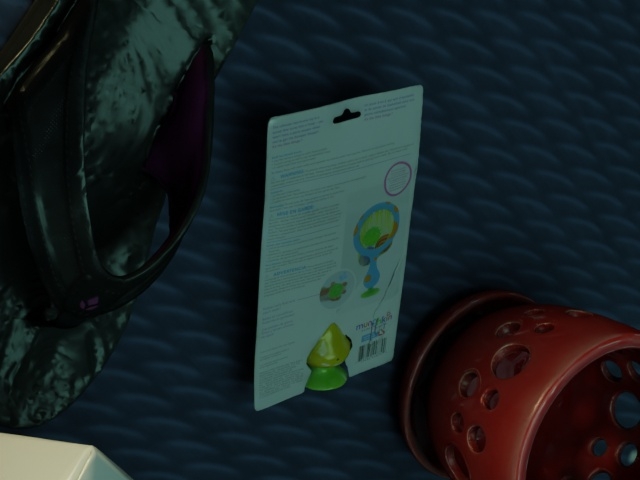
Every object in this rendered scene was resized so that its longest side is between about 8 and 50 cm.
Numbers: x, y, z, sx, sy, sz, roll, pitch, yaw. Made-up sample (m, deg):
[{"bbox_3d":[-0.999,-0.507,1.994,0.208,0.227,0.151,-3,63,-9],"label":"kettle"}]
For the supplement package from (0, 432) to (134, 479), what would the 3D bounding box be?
[{"bbox_3d":[-0.213,0.222,0.864,0.177,0.293,0.175,50,55,-36],"label":"supplement package"}]

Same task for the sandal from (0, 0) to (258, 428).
[{"bbox_3d":[-0.131,-0.080,0.951,0.167,0.107,0.446,19,96,-38],"label":"sandal"}]

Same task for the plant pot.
[{"bbox_3d":[0.174,0.137,1.207,0.191,0.174,0.191,-13,114,-30],"label":"plant pot"}]

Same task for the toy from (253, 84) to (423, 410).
[{"bbox_3d":[0.000,0.000,1.109,0.137,0.056,0.237,-16,121,-34],"label":"toy"}]
